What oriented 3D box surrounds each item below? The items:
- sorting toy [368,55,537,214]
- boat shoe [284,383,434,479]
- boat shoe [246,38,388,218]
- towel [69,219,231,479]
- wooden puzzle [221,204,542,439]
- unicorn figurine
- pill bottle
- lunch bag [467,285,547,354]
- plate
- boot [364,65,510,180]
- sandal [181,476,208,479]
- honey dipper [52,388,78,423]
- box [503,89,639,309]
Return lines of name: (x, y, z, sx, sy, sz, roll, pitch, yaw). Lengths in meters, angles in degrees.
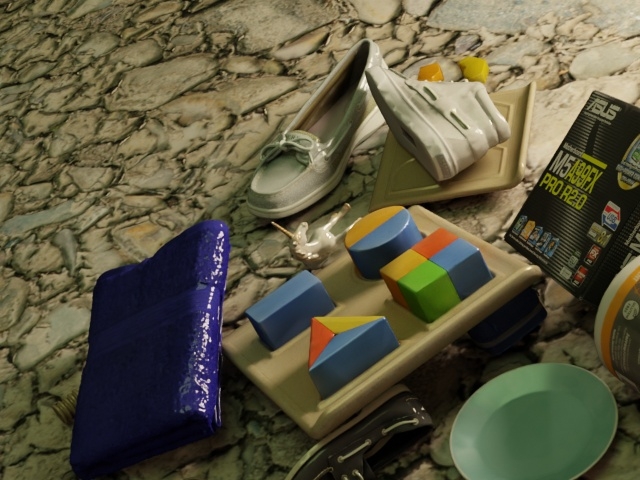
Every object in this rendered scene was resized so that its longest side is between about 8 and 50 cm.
sorting toy: (0.193, -0.153, 2.100, 0.229, 0.041, 0.307, -12, 38, 25)
boat shoe: (0.037, 0.245, 1.669, 0.206, 0.075, 0.065, -40, 60, -13)
boat shoe: (-0.004, -0.156, 2.158, 0.118, 0.103, 0.320, 16, 53, 42)
towel: (-0.204, 0.139, 1.897, 0.227, 0.076, 0.308, -26, 42, 30)
wooden puzzle: (0.050, 0.070, 1.803, 0.322, 0.080, 0.348, -35, 23, -12)
unicorn figurine: (0.000, 0.000, 1.950, 0.060, 0.162, 0.111, 40, 69, 21)
pill bottle: (0.418, 0.126, 1.514, 0.162, 0.162, 0.278, -36, 37, -14)
lunch bag: (0.215, 0.085, 1.768, 0.098, 0.065, 0.067, -36, 22, -11)
plate: (0.232, 0.208, 1.640, 0.188, 0.024, 0.188, -17, 37, 13)
boot: (0.160, -0.179, 2.054, 0.123, 0.095, 0.258, -28, 42, -6)
sandal: (-0.129, 0.328, 1.674, 0.090, 0.060, 0.219, -26, 36, 0)
honey dipper: (-0.278, 0.179, 1.975, 0.160, 0.030, 0.030, -38, 38, -22)
box: (0.325, -0.047, 1.721, 0.216, 0.060, 0.270, -60, 17, 7)
